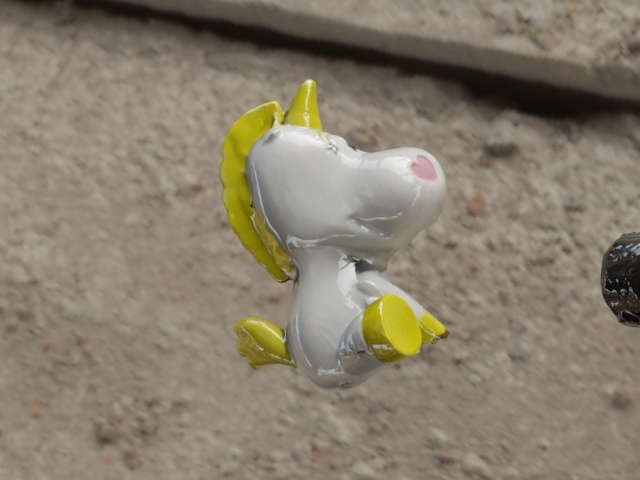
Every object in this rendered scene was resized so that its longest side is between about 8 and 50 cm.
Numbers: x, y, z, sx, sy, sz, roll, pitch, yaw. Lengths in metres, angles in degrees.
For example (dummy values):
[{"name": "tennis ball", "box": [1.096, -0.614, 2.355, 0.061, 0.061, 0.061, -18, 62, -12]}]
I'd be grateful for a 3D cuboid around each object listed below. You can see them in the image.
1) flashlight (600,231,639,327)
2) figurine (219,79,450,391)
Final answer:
[{"name": "flashlight", "box": [0.286, 0.016, 1.063, 0.232, 0.093, 0.093, -3, 66, 49]}, {"name": "figurine", "box": [0.007, -0.003, 0.944, 0.130, 0.109, 0.178, -1, 97, 11]}]
